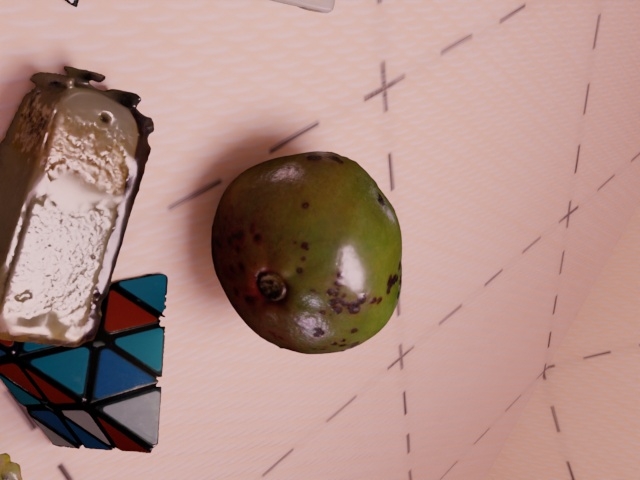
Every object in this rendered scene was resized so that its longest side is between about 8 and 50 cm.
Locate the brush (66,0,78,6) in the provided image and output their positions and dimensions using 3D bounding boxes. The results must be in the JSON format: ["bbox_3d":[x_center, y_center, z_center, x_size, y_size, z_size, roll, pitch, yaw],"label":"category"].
[{"bbox_3d":[-0.243,-0.329,0.656,0.063,0.016,0.193,-13,123,-42],"label":"brush"}]

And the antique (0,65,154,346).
[{"bbox_3d":[-0.285,-0.044,0.724,0.125,0.150,0.284,21,91,-51],"label":"antique"}]

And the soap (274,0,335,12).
[{"bbox_3d":[-0.054,-0.353,0.809,0.183,0.064,0.121,-7,118,-46],"label":"soap"}]

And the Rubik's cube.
[{"bbox_3d":[-0.277,0.168,0.787,0.284,0.234,0.250,-54,141,-4],"label":"Rubik's cube"}]

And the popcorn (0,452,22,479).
[{"bbox_3d":[-0.430,0.328,0.824,0.126,0.126,0.145,-26,106,-53],"label":"popcorn"}]

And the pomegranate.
[{"bbox_3d":[0.013,0.011,0.963,0.324,0.291,0.290,-12,124,-43],"label":"pomegranate"}]
